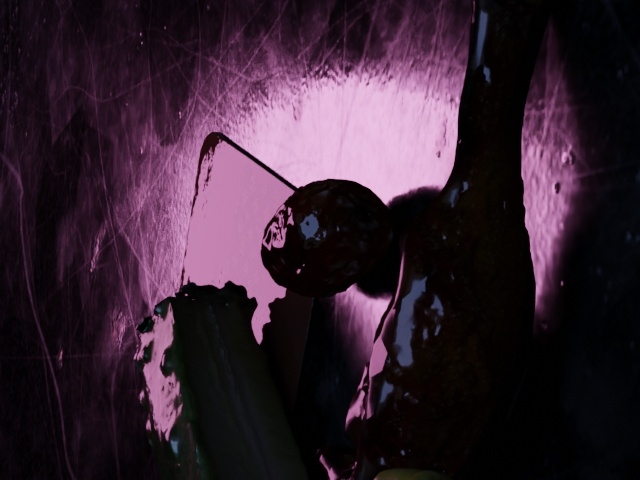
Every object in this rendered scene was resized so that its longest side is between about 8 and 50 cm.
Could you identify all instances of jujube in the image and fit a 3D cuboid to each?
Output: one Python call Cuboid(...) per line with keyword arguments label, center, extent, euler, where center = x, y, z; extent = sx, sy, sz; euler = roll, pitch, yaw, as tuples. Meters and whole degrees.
Cuboid(label="jujube", center=(0.000, 0.000, 1.122), extent=(0.129, 0.077, 0.077), euler=(145, 123, -65))

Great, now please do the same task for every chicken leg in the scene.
Cuboid(label="chicken leg", center=(0.077, 0.034, 0.948), extent=(0.158, 0.096, 0.407), euler=(-102, 25, -71))

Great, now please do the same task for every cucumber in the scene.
Cuboid(label="cucumber", center=(-0.063, 0.195, 1.200), extent=(0.325, 0.105, 0.145), euler=(66, 144, 38))

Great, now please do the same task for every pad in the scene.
Cuboid(label="pad", center=(-0.062, 0.024, 1.326), extent=(0.267, 0.004, 0.181), euler=(36, 120, 59))

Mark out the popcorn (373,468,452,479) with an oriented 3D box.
Cuboid(label="popcorn", center=(0.046, 0.255, 0.778), extent=(0.312, 0.312, 0.312), euler=(-11, 77, 64))
